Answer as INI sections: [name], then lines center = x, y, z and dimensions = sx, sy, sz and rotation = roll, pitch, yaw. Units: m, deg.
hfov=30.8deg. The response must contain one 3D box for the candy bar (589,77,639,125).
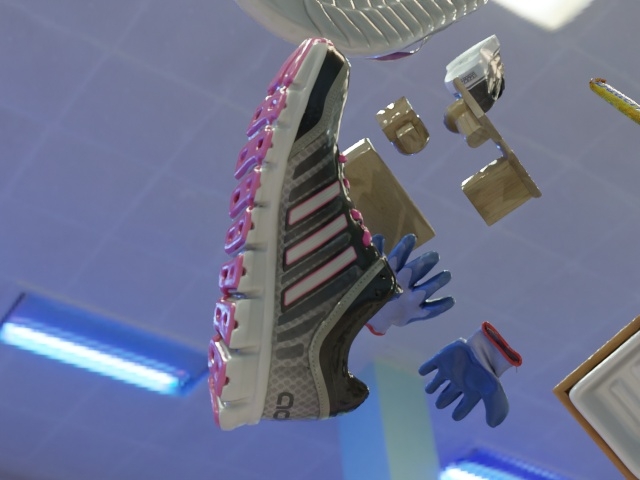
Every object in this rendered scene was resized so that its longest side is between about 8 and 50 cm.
[candy bar]
center = 0.433, -0.176, 1.594
dimensions = 0.040, 0.161, 0.018
rotation = -9, -46, -46

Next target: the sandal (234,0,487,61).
[sandal]
center = 0.051, -0.258, 1.272
dimensions = 0.416, 0.169, 0.102
rotation = -18, -21, -46

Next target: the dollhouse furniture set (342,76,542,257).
[dollhouse furniture set]
center = 0.096, -0.078, 1.111
dimensions = 0.151, 0.123, 0.144
rotation = -34, -61, 9

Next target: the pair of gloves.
[pair of gloves]
center = 0.104, 0.083, 1.041
dimensions = 0.198, 0.023, 0.159
rotation = 46, -30, 8

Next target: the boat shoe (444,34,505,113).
[boat shoe]
center = 0.228, -0.228, 1.628
dimensions = 0.080, 0.228, 0.076
rotation = -31, -79, 18

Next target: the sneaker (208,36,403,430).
[sneaker]
center = 0.000, 0.000, 0.496
dimensions = 0.075, 0.170, 0.063
rotation = 11, -8, -14

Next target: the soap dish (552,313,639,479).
[soap dish]
center = 0.570, 0.244, 1.970
dimensions = 0.291, 0.118, 0.229
rotation = -41, -90, 2
